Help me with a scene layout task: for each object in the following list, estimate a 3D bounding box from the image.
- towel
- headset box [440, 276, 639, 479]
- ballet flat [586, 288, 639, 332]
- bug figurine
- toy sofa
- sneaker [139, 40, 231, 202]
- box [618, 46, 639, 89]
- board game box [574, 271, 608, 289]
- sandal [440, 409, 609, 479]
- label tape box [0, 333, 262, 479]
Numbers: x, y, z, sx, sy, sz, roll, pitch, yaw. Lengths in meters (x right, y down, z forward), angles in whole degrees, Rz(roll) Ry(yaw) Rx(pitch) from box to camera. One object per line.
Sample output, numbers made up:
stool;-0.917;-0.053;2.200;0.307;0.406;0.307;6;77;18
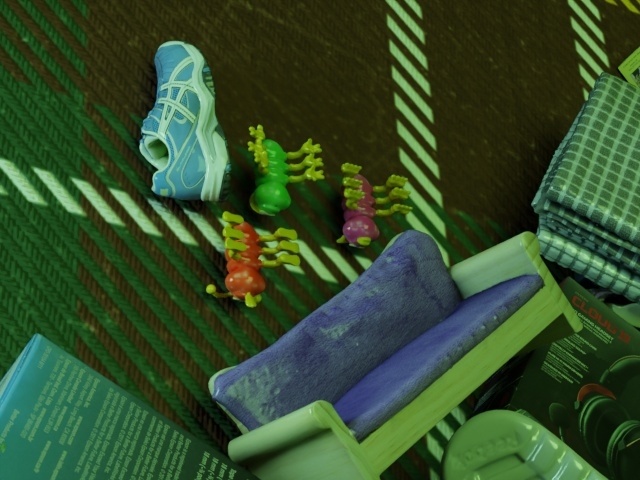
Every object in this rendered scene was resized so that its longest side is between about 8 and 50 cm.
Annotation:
towel;0.384;-0.058;1.987;0.235;0.121;0.284;28;42;2
headset box;0.287;0.197;1.831;0.218;0.110;0.293;38;46;-5
ballet flat;0.396;0.091;1.988;0.221;0.079;0.077;4;91;-24
bug figurine;0.000;0.000;1.800;0.279;0.072;0.216;17;56;-30
toy sofa;0.076;0.113;1.657;0.362;0.150;0.177;-35;95;-40
sneaker;-0.151;-0.130;1.785;0.081;0.080;0.211;-5;51;-15
box;0.503;-0.165;2.279;0.087;0.058;0.232;-22;73;-42
board game box;0.417;0.009;2.105;0.243;0.042;0.165;17;51;-24
sandal;0.285;0.330;1.662;0.416;0.169;0.102;53;5;6
label tape box;-0.153;0.254;1.436;0.333;0.106;0.240;35;23;-9
